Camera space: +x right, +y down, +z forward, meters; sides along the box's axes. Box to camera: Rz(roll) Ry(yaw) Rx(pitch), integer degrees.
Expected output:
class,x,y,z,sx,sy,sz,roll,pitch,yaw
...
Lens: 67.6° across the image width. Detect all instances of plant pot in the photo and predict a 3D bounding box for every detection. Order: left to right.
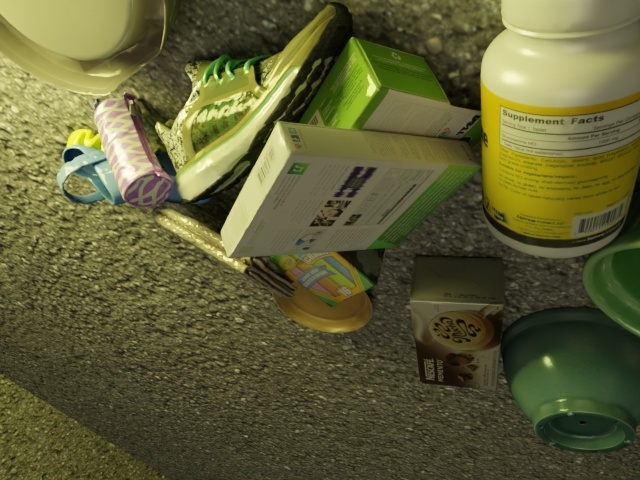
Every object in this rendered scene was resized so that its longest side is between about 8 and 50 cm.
class,x,y,z,sx,sy,sz,roll,pitch,yaw
plant pot,0.005,0.131,1.101,0.236,0.032,0.236,11,138,10
plant pot,0.523,0.302,0.974,0.293,0.196,0.293,10,136,10

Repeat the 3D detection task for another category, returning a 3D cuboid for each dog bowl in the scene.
class,x,y,z,sx,sy,sz,roll,pitch,yaw
dog bowl,-0.350,-0.378,0.645,0.348,0.102,0.349,10,137,9

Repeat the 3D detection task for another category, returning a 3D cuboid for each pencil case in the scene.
class,x,y,z,sx,sy,sz,roll,pitch,yaw
pencil case,-0.315,-0.153,0.808,0.088,0.206,0.086,-38,155,18

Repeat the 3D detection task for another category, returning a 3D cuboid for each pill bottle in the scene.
class,x,y,z,sx,sy,sz,roll,pitch,yaw
pill bottle,0.295,-0.154,0.587,0.187,0.188,0.334,0,134,19

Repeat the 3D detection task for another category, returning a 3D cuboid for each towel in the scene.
class,x,y,z,sx,sy,sz,roll,pitch,yaw
towel,-0.183,0.020,0.926,0.282,0.049,0.187,26,170,30

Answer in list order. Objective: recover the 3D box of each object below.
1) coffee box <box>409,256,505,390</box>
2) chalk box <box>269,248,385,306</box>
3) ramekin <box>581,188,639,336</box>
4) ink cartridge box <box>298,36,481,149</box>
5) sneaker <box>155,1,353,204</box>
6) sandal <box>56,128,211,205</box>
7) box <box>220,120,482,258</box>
class,x,y,z,sx,sy,sz,roll,pitch,yaw
coffee box,0.281,0.176,0.984,0.168,0.119,0.297,1,135,17
chalk box,0.000,0.000,0.893,0.213,0.132,0.132,40,134,-20
ramekin,0.546,0.041,0.654,0.303,0.148,0.303,32,163,11
ink cartridge box,0.115,-0.168,0.711,0.255,0.097,0.189,-2,149,-35
sneaker,-0.131,-0.219,0.715,0.410,0.158,0.182,-36,93,32
sandal,-0.354,-0.111,0.901,0.317,0.138,0.126,9,135,8
box,0.043,-0.061,0.696,0.322,0.058,0.232,-1,149,-32
